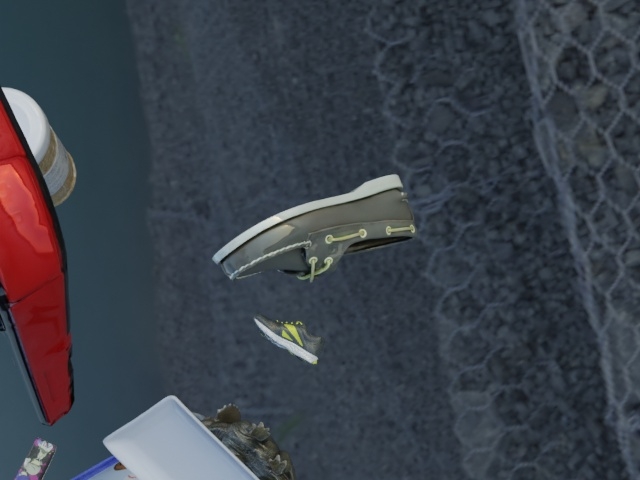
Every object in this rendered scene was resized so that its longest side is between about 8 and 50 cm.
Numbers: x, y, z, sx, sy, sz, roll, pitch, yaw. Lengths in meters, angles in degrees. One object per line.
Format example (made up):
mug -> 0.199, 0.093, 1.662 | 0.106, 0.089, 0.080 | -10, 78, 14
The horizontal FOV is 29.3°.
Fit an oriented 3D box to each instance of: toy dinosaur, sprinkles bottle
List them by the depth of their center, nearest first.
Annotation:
sprinkles bottle -> -0.450, -0.130, 1.853 | 0.121, 0.121, 0.355 | 64, 173, 5
toy dinosaur -> -0.093, 0.372, 2.038 | 0.313, 0.160, 0.121 | 40, 89, 2

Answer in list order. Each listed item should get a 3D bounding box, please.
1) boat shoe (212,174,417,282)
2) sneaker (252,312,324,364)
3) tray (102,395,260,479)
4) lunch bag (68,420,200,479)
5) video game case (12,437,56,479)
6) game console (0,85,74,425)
boat shoe -> 0.002, -0.002, 1.581 | 0.109, 0.305, 0.091 | -34, 79, 54
sneaker -> -0.033, 0.097, 1.291 | 0.083, 0.035, 0.031 | 34, 168, -4
tray -> -0.158, 0.328, 1.684 | 0.145, 0.030, 0.270 | -34, 107, 27
lunch bag -> -0.272, 0.524, 2.193 | 0.239, 0.385, 0.328 | 45, 160, 50
video game case -> -0.502, 0.448, 1.950 | 0.042, 0.210, 0.232 | 28, 143, -7
game console -> -0.280, -0.076, 0.905 | 0.386, 0.060, 0.342 | 61, 158, 20
